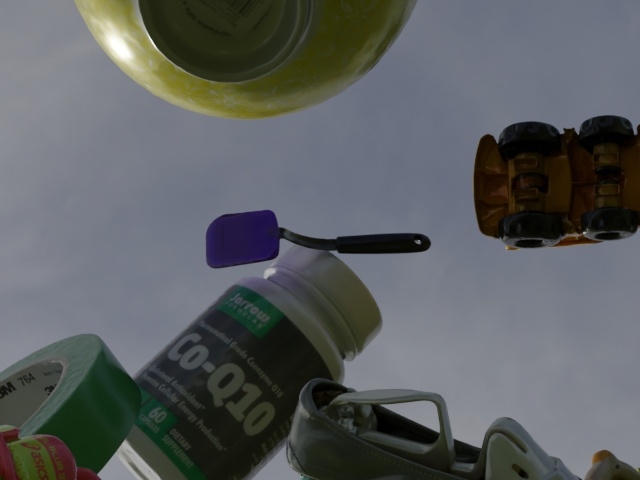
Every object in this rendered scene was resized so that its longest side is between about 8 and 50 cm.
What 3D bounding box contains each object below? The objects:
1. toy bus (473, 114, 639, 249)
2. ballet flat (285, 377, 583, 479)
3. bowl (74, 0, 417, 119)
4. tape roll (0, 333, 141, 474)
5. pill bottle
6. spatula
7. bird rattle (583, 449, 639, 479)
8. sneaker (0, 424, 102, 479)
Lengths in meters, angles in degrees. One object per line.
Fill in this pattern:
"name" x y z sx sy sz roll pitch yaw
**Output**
"toy bus" 0.325 -0.051 1.334 0.220 0.149 0.211 -4 -18 22
"ballet flat" 0.078 0.125 0.587 0.072 0.213 0.068 -13 -67 -65
"bowl" -0.061 -0.197 0.759 0.290 0.156 0.289 2 -56 2
"tape roll" -0.339 0.225 1.081 0.321 0.321 0.077 -32 -73 1
"pill bottle" -0.099 0.178 1.367 0.361 0.204 0.204 -44 -49 -23
"spatula" 0.000 0.000 1.358 0.296 0.084 0.030 2 -36 -12
"bird rattle" 0.453 0.424 1.530 0.207 0.253 0.143 39 -37 -13
"sneaker" -0.143 0.099 0.394 0.094 0.081 0.208 -34 -22 -1
